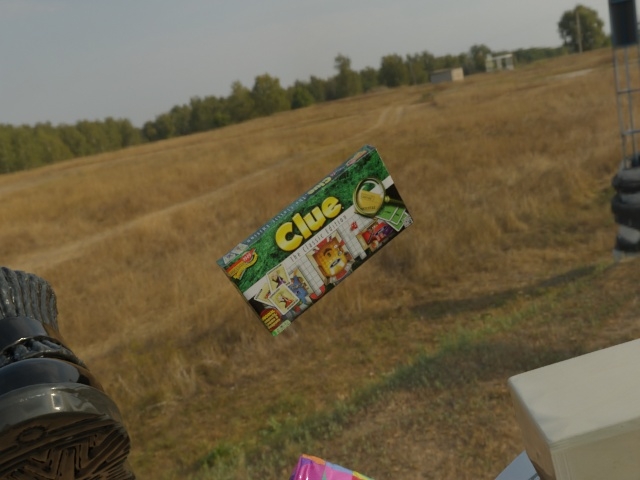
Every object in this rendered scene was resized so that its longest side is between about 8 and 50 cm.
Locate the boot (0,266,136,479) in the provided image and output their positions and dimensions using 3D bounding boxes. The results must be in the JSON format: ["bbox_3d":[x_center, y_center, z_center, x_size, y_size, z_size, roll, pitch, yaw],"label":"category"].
[{"bbox_3d":[-0.286,0.117,0.605,0.131,0.260,0.348,-23,-21,-24],"label":"boot"}]

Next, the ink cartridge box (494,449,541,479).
[{"bbox_3d":[0.339,0.433,0.908,0.384,0.091,0.308,-21,34,-6],"label":"ink cartridge box"}]

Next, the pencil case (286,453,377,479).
[{"bbox_3d":[0.062,0.379,0.902,0.236,0.105,0.104,19,15,4],"label":"pencil case"}]

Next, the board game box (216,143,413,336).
[{"bbox_3d":[0.000,0.000,0.885,0.259,0.136,0.030,-39,28,-11],"label":"board game box"}]

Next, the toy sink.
[{"bbox_3d":[0.368,0.219,0.774,0.234,0.131,0.153,-18,16,3],"label":"toy sink"}]
